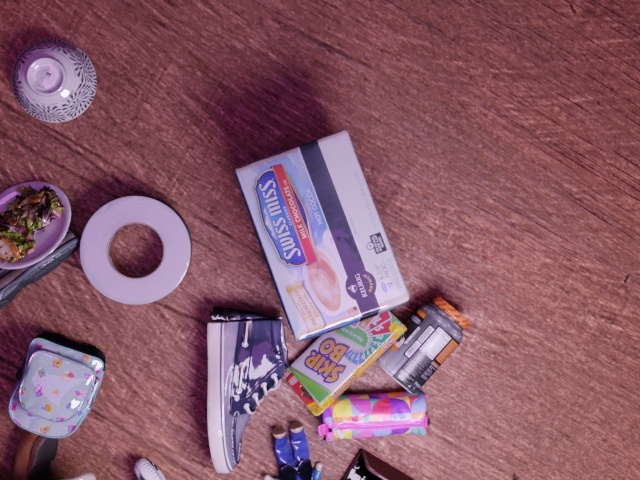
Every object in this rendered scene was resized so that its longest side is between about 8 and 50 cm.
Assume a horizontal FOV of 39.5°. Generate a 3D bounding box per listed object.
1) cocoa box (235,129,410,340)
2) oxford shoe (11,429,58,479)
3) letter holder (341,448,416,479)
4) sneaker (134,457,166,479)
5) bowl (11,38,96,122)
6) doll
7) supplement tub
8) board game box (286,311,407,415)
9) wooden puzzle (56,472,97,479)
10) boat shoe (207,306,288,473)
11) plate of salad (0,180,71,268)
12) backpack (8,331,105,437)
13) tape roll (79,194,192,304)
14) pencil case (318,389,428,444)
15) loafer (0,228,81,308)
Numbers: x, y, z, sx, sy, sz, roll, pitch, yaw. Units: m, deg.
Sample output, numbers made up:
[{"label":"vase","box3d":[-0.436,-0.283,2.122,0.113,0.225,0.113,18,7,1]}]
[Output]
[{"label":"cocoa box","box3d":[0.000,0.000,1.728,0.228,0.231,0.347,-20,84,-3]},{"label":"oxford shoe","box3d":[-0.603,0.478,1.825,0.076,0.076,0.212,24,97,26]},{"label":"letter holder","box3d":[0.183,0.593,1.820,0.302,0.214,0.152,32,91,-6]},{"label":"sneaker","box3d":[-0.364,0.578,1.829,0.153,0.094,0.235,-28,106,-11]},{"label":"bowl","box3d":[-0.535,-0.320,1.760,0.170,0.080,0.170,0,93,-5]},{"label":"doll","box3d":[-0.058,0.483,1.875,0.129,0.046,0.189,-15,102,-13]},{"label":"supplement tub","box3d":[0.213,0.212,1.846,0.117,0.117,0.190,42,89,-6]},{"label":"board game box","box3d":[0.046,0.232,1.837,0.259,0.124,0.039,-46,140,1]},{"label":"wooden puzzle","box3d":[-0.597,0.615,1.786,0.348,0.080,0.322,-11,116,-9]},{"label":"boat shoe","box3d":[-0.144,0.305,1.812,0.158,0.127,0.340,-1,93,2]},{"label":"plate of salad","box3d":[-0.588,-0.037,1.747,0.200,0.048,0.200,-5,60,10]},{"label":"backpack","box3d":[-0.528,0.298,1.774,0.166,0.144,0.188,21,95,-12]},{"label":"tape roll","box3d":[-0.370,0.018,1.802,0.219,0.072,0.219,0,94,-4]},{"label":"pencil case","box3d":[0.107,0.368,1.857,0.236,0.104,0.104,-5,94,-6]},{"label":"loafer","box3d":[-0.604,0.054,1.772,0.267,0.096,0.084,-38,87,-5]}]
